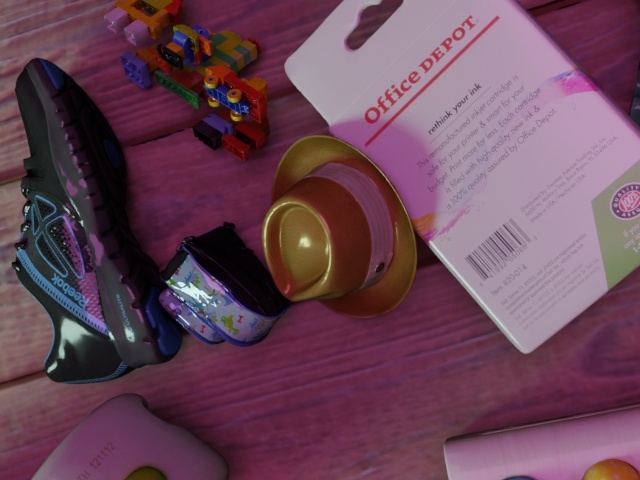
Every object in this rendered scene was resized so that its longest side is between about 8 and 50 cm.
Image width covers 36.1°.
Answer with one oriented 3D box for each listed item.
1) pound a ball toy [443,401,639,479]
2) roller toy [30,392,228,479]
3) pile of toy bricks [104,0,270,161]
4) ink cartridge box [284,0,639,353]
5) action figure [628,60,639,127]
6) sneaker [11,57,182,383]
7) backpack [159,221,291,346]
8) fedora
[{"bbox_3d":[0.287,0.253,0.873,0.319,0.136,0.208,-11,83,8],"label":"pound a ball toy"},{"bbox_3d":[-0.195,0.250,0.920,0.146,0.191,0.209,35,114,9],"label":"roller toy"},{"bbox_3d":[-0.109,-0.181,1.005,0.212,0.118,0.105,35,62,26],"label":"pile of toy bricks"},{"bbox_3d":[0.157,-0.098,0.913,0.207,0.119,0.353,-43,80,19],"label":"ink cartridge box"},{"bbox_3d":[0.416,-0.132,0.926,0.232,0.063,0.137,13,85,14],"label":"action figure"},{"bbox_3d":[-0.261,-0.020,0.990,0.140,0.125,0.340,-22,79,11],"label":"sneaker"},{"bbox_3d":[-0.093,0.053,0.970,0.114,0.105,0.084,42,114,10],"label":"backpack"},{"bbox_3d":[0.000,0.000,0.920,0.079,0.194,0.194,-30,77,-39],"label":"fedora"}]
